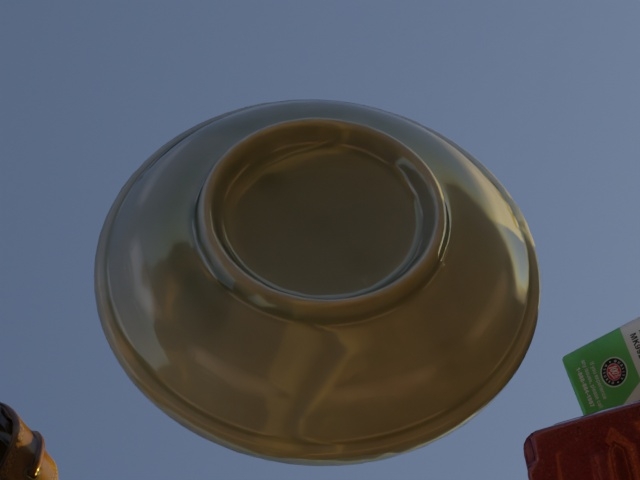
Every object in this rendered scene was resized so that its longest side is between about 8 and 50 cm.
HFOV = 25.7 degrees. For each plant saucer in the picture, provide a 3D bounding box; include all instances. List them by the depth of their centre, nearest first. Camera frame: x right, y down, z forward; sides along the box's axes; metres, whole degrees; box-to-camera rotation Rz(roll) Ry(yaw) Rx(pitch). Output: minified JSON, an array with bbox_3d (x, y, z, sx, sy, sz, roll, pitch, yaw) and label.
[{"bbox_3d":[0.000,0.000,1.232,0.400,0.400,0.100,-28,-32,-23],"label":"plant saucer"}]

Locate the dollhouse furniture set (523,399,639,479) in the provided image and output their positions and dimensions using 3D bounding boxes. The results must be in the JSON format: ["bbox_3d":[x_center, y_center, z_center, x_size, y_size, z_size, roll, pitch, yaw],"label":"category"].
[{"bbox_3d":[0.214,0.251,0.671,0.152,0.201,0.374,-13,-97,10],"label":"dollhouse furniture set"}]

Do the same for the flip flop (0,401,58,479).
[{"bbox_3d":[-0.172,0.142,0.729,0.080,0.112,0.277,-3,-130,-51],"label":"flip flop"}]

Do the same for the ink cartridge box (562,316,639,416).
[{"bbox_3d":[0.406,0.146,1.332,0.289,0.211,0.121,-31,-42,18],"label":"ink cartridge box"}]
